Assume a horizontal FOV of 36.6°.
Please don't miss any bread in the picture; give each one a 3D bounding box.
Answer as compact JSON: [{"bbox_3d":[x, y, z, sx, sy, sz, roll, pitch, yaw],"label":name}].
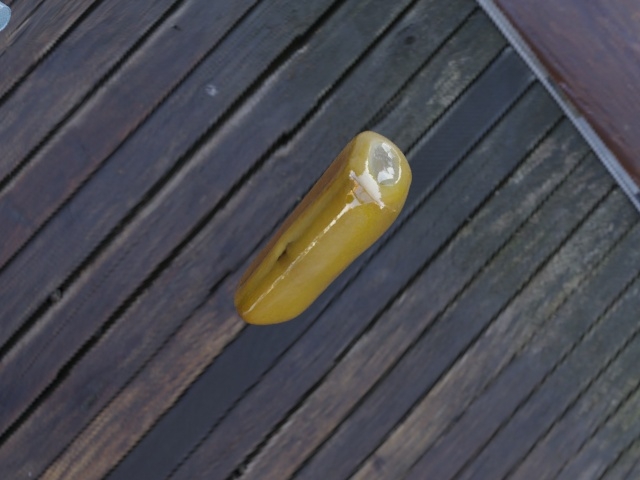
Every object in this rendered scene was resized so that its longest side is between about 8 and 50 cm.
[{"bbox_3d":[0.000,0.000,0.911,0.074,0.093,0.239,30,134,-13],"label":"bread"}]

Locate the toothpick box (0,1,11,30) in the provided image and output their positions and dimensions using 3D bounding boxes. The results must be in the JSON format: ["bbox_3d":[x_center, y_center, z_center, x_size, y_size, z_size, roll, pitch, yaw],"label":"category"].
[{"bbox_3d":[-0.570,-0.392,1.626,0.083,0.052,0.052,32,90,8],"label":"toothpick box"}]
